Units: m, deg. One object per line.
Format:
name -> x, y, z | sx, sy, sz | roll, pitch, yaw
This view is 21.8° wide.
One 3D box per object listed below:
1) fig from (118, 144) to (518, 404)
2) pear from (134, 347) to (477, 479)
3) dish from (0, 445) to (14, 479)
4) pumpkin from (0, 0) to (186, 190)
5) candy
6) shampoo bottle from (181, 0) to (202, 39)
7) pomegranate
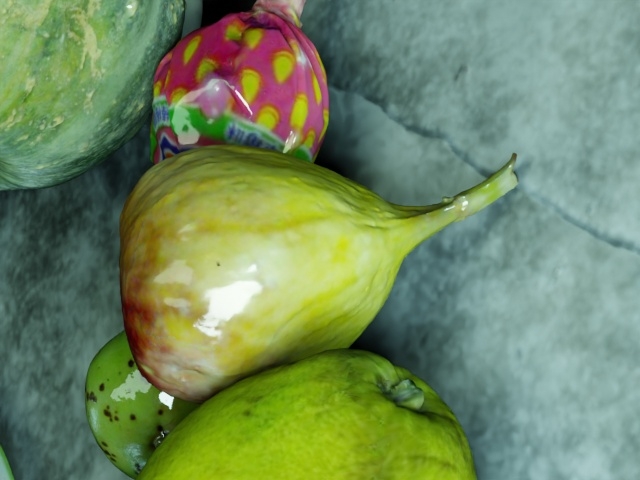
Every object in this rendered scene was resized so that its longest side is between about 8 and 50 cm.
fig -> 0.000, 0.000, 0.998 | 0.257, 0.159, 0.159 | -21, 59, -2
pear -> -0.016, 0.186, 0.930 | 0.269, 0.212, 0.212 | -56, 48, 15
dish -> -0.386, 0.238, 1.245 | 0.324, 0.124, 0.324 | 0, 89, 25
pumpkin -> -0.260, -0.167, 1.098 | 0.291, 0.327, 0.257 | -10, 78, 30
candy -> -0.015, -0.198, 1.120 | 0.124, 0.124, 0.365 | 5, 70, 44
shampoo bottle -> -0.137, -0.163, 1.246 | 0.221, 0.051, 0.108 | -45, 53, 25
pomegranate -> -0.100, 0.096, 1.111 | 0.114, 0.114, 0.142 | -47, 24, 23
